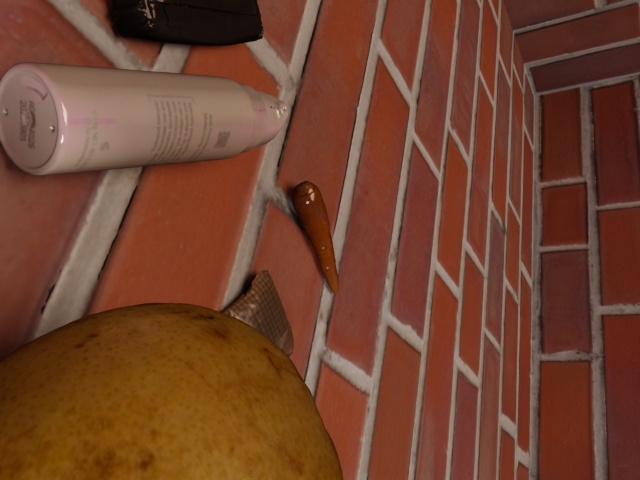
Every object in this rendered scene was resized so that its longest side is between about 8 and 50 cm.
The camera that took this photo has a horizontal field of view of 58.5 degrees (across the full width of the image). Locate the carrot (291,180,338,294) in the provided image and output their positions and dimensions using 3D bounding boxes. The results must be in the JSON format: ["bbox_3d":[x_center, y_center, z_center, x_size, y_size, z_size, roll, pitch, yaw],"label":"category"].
[{"bbox_3d":[0.000,0.000,0.934,0.048,0.048,0.216,-54,135,-48],"label":"carrot"}]

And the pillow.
[{"bbox_3d":[-0.102,0.141,0.745,0.211,0.034,0.135,-45,124,-50],"label":"pillow"}]

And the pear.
[{"bbox_3d":[-0.136,0.199,0.425,0.314,0.315,0.314,16,71,-57],"label":"pear"}]

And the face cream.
[{"bbox_3d":[-0.163,-0.134,0.628,0.346,0.102,0.101,-20,102,-59],"label":"face cream"}]

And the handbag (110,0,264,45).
[{"bbox_3d":[-0.160,-0.354,0.692,0.247,0.080,0.222,-28,109,-57],"label":"handbag"}]
